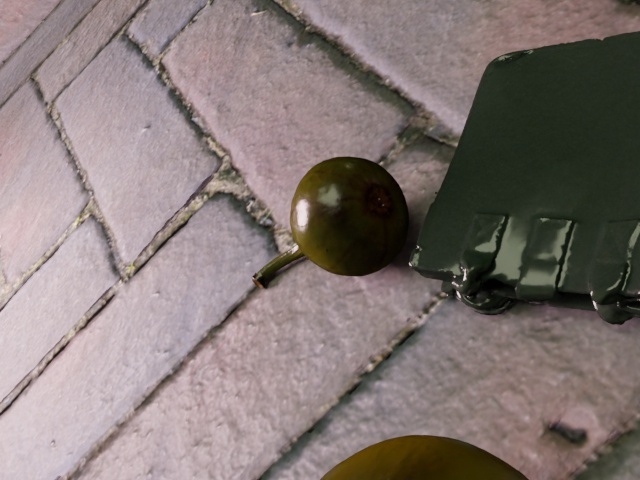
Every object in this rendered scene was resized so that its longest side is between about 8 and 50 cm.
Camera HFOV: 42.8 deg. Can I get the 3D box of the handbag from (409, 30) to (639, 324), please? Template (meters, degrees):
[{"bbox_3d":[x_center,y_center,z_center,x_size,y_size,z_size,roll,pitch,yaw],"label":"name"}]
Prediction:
[{"bbox_3d":[0.226,-0.055,0.698,0.247,0.079,0.260,4,63,46],"label":"handbag"}]

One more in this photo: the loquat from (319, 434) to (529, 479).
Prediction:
[{"bbox_3d":[0.068,0.215,0.582,0.195,0.152,0.152,-25,45,16],"label":"loquat"}]

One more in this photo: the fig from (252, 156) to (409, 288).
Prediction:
[{"bbox_3d":[0.000,0.000,0.869,0.236,0.124,0.124,-39,33,51],"label":"fig"}]
